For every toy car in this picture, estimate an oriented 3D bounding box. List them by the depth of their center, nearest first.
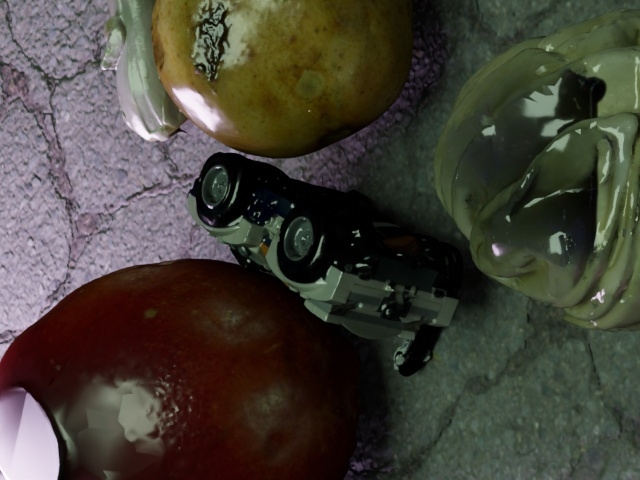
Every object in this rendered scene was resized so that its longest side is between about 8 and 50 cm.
[{"bbox_3d":[-0.001,0.001,1.925,0.301,0.193,0.118,27,101,49],"label":"toy car"},{"bbox_3d":[0.098,0.093,1.956,0.025,0.041,0.093,44,120,35],"label":"toy car"}]

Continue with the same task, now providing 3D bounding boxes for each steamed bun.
[{"bbox_3d":[0.228,-0.054,1.713,0.320,0.206,0.275,-11,88,47],"label":"steamed bun"}]

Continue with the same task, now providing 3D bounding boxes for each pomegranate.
[{"bbox_3d":[-0.037,-0.205,1.925,0.260,0.260,0.260,4,97,43],"label":"pomegranate"}]

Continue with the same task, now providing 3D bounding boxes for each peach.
[{"bbox_3d":[-0.165,0.189,2.034,0.406,0.310,0.335,-7,86,48],"label":"peach"}]

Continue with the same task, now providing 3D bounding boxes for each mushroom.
[{"bbox_3d":[-0.195,-0.242,2.174,0.099,0.096,0.278,-16,82,13],"label":"mushroom"}]
